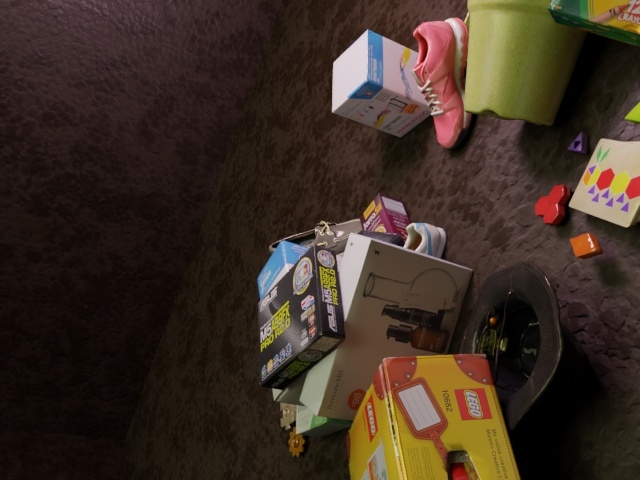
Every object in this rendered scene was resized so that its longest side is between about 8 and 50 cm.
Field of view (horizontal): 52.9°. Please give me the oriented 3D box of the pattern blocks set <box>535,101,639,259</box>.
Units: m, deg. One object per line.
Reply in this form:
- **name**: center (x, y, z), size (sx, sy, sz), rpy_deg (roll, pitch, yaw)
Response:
- **pattern blocks set**: center (0.506, -0.102, 1.099), size (0.325, 0.026, 0.285), rpy_deg (-111, 43, -66)

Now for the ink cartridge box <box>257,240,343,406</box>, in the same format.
- **ink cartridge box**: center (0.016, 0.220, 1.621), size (0.166, 0.285, 0.395), rpy_deg (-55, 32, 33)

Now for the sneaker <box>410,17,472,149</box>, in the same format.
- **sneaker**: center (0.279, -0.376, 1.558), size (0.116, 0.136, 0.314), rpy_deg (-173, 79, -70)

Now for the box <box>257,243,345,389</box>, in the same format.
- **box**: center (-0.050, 0.171, 1.391), size (0.270, 0.060, 0.216), rpy_deg (-46, 39, 42)

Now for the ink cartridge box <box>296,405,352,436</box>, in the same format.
- **ink cartridge box**: center (0.009, 0.409, 1.746), size (0.154, 0.093, 0.212), rpy_deg (-39, 44, 47)

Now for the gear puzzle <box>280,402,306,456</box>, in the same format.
- **gear puzzle**: center (-0.062, 0.469, 1.915), size (0.175, 0.044, 0.339), rpy_deg (-40, 45, 46)

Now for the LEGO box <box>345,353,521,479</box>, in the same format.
- **LEGO box**: center (0.193, 0.498, 1.074), size (0.372, 0.193, 0.500), rpy_deg (103, 163, -53)

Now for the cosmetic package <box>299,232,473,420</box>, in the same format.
- **cosmetic package**: center (0.145, 0.202, 1.386), size (0.097, 0.284, 0.377), rpy_deg (20, 93, 64)

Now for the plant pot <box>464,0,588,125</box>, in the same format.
- **plant pot**: center (0.399, -0.367, 1.283), size (0.276, 0.276, 0.254), rpy_deg (-145, 62, -62)

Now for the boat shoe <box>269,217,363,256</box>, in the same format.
- **boat shoe**: center (0.000, 0.002, 1.835), size (0.305, 0.091, 0.109), rpy_deg (-22, 28, 13)

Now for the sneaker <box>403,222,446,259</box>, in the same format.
- **sneaker**: center (0.226, 0.071, 1.518), size (0.087, 0.092, 0.229), rpy_deg (-6, 71, 60)

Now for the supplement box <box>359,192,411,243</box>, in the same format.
- **supplement box**: center (0.177, -0.019, 1.674), size (0.104, 0.081, 0.188), rpy_deg (-55, 32, 34)

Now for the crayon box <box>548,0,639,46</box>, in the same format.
- **crayon box**: center (0.537, -0.402, 1.033), size (0.278, 0.081, 0.165), rpy_deg (27, 102, 24)

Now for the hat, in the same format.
- **hat**: center (0.368, 0.197, 1.129), size (0.331, 0.134, 0.331), rpy_deg (-164, 90, -80)

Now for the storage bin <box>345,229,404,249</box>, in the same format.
- **storage bin**: center (0.135, 0.075, 1.571), size (0.122, 0.084, 0.180), rpy_deg (7, 115, 26)

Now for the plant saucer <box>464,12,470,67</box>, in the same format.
- **plant saucer**: center (0.405, -0.495, 1.542), size (0.188, 0.045, 0.188), rpy_deg (40, 111, 62)

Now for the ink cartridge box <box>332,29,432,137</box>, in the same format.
- **ink cartridge box**: center (0.173, -0.415, 1.737), size (0.171, 0.232, 0.168), rpy_deg (-32, 50, 53)
